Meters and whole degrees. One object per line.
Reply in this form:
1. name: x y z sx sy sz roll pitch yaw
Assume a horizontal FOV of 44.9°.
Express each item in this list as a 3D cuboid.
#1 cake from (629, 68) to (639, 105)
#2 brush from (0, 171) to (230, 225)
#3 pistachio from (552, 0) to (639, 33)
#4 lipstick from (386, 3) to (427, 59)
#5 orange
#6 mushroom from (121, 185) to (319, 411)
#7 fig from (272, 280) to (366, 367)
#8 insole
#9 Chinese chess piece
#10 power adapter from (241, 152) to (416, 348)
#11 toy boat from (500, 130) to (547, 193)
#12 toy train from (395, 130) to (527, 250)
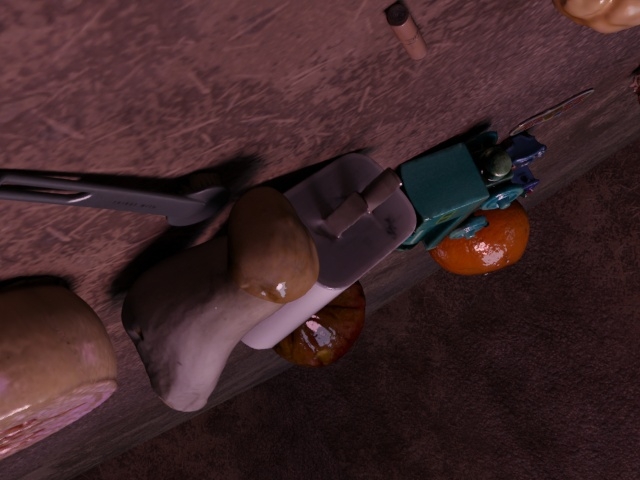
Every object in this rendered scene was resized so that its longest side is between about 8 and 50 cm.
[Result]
1. cake: 0.651 -0.278 1.384 0.135 0.147 0.135 -30 169 -16
2. brush: -0.155 -0.037 0.598 0.062 0.027 0.266 -35 165 20
3. pistachio: 0.235 -0.236 0.527 0.200 0.117 0.145 -45 -158 29
4. lipstick: 0.071 -0.166 0.623 0.019 0.019 0.094 -33 169 13
5. orange: 0.322 -0.010 1.604 0.224 0.170 0.224 -19 -178 1
6. mushroom: -0.104 0.066 0.802 0.329 0.159 0.122 -37 -172 47
7. fig: -0.041 0.129 1.229 0.191 0.190 0.290 -36 177 25
8. insole: 0.400 -0.221 1.335 0.193 0.006 0.065 -27 169 -25
9. Chinese chess piece: -0.325 0.143 0.716 0.270 0.112 0.270 -29 170 -6
10. power adapter: 0.000 0.000 0.881 0.187 0.124 0.255 -37 175 -39
11. toy boat: 0.355 -0.123 1.424 0.100 0.097 0.223 -26 168 -9
12. toy train: 0.186 -0.060 1.210 0.194 0.120 0.298 -21 168 -13
